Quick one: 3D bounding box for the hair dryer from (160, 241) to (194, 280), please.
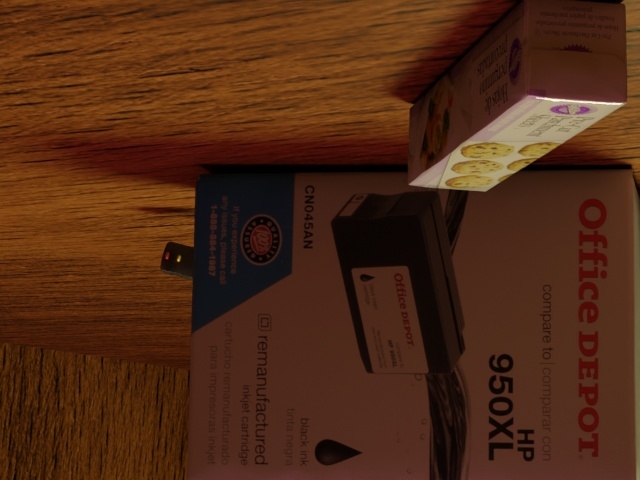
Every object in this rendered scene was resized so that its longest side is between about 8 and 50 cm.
[{"bbox_3d":[0.000,0.000,1.976,0.294,0.080,0.223,4,-171,25],"label":"hair dryer"}]

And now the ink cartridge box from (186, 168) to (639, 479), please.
[{"bbox_3d":[0.091,0.086,1.704,0.395,0.285,0.166,-1,171,10],"label":"ink cartridge box"}]

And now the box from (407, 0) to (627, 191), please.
[{"bbox_3d":[0.122,-0.090,1.257,0.067,0.063,0.324,2,172,-10],"label":"box"}]
